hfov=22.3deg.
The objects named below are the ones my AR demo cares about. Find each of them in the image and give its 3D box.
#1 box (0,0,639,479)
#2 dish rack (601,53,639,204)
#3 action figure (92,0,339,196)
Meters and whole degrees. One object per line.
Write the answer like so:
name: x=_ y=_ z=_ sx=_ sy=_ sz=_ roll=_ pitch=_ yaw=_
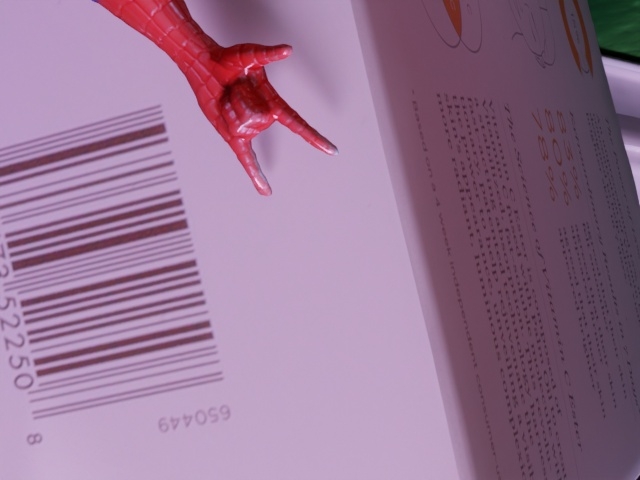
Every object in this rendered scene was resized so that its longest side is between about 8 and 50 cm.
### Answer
box: x=0.000 y=0.000 z=0.553 sx=0.168 sy=0.215 sz=0.345 roll=-14 pitch=178 yaw=20
dish rack: x=0.080 y=-0.023 z=0.942 sx=0.333 sy=0.072 sz=0.286 roll=7 pitch=159 yaw=-42
action figure: x=-0.116 y=-0.022 z=0.362 sx=0.280 sy=0.139 sz=0.091 roll=-37 pitch=174 yaw=21
